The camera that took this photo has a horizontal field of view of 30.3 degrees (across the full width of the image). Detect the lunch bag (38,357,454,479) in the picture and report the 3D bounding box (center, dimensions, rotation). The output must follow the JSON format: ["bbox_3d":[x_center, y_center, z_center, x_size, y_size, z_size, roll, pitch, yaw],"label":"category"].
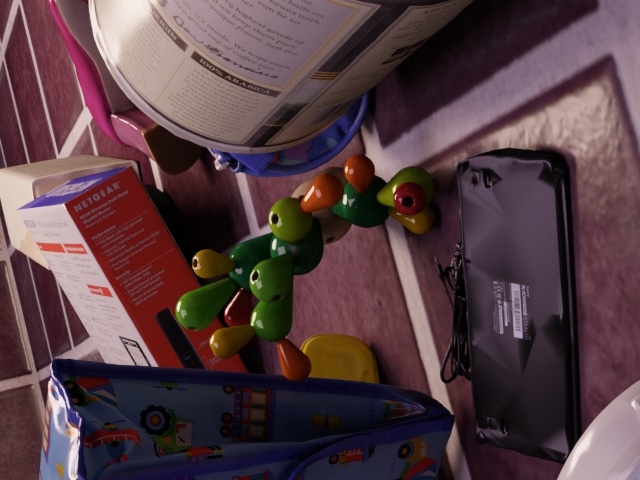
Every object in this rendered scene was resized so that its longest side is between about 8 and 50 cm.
[{"bbox_3d":[-0.046,0.205,0.840,0.138,0.293,0.221,-125,41,-55],"label":"lunch bag"}]

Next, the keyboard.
[{"bbox_3d":[0.117,0.035,0.714,0.100,0.038,0.192,10,111,42],"label":"keyboard"}]

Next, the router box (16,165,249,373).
[{"bbox_3d":[-0.210,0.073,1.328,0.301,0.082,0.335,62,161,-12],"label":"router box"}]

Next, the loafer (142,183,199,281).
[{"bbox_3d":[-0.191,0.003,1.395,0.061,0.062,0.170,96,154,-48],"label":"loafer"}]

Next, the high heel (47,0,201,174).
[{"bbox_3d":[-0.233,-0.242,1.198,0.181,0.127,0.377,40,151,42],"label":"high heel"}]

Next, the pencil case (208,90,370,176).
[{"bbox_3d":[-0.077,-0.147,0.942,0.119,0.133,0.306,42,-178,-35],"label":"pencil case"}]

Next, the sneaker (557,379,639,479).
[{"bbox_3d":[0.163,0.245,0.561,0.150,0.135,0.366,-127,31,-52],"label":"sneaker"}]

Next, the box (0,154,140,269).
[{"bbox_3d":[-0.350,-0.047,1.643,0.311,0.148,0.121,-165,65,-67],"label":"box"}]

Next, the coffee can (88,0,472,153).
[{"bbox_3d":[-0.012,-0.180,0.663,0.275,0.201,0.202,150,107,-67],"label":"coffee can"}]

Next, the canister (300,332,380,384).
[{"bbox_3d":[-0.002,0.170,0.980,0.170,0.073,0.126,111,160,-51],"label":"canister"}]

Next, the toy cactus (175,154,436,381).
[{"bbox_3d":[0.000,0.000,0.837,0.112,0.180,0.219,45,118,-8],"label":"toy cactus"}]
